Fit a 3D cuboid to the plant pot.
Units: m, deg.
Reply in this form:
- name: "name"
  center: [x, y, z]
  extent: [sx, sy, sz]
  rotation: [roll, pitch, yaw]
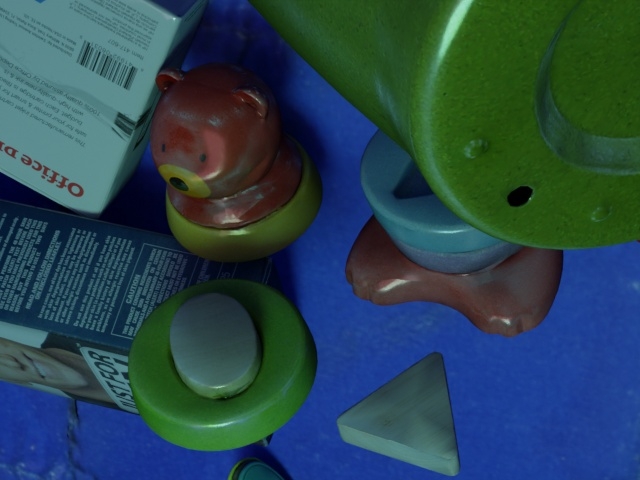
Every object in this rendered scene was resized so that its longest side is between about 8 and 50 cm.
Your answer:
- name: "plant pot"
  center: [0.097, -0.193, 0.746]
  extent: [0.366, 0.353, 0.366]
  rotation: [-14, 138, -12]

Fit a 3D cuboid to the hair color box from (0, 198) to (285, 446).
- name: "hair color box"
  center: [-0.202, 0.057, 1.218]
  extent: [0.347, 0.105, 0.174]
  rotation: [12, 156, 14]

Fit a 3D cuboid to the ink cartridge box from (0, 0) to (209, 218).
- name: "ink cartridge box"
  center: [-0.187, -0.139, 1.143]
  extent: [0.148, 0.086, 0.203]
  rotation: [30, 127, 0]

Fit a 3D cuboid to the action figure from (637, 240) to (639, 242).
- name: "action figure"
  center: [0.210, -0.029, 1.099]
  extent: [0.115, 0.030, 0.038]
  rotation: [28, 131, 10]

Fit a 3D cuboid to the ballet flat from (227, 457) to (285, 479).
- name: "ballet flat"
  center: [-0.033, 0.294, 1.372]
  extent: [0.077, 0.077, 0.231]
  rotation: [-15, 118, 46]

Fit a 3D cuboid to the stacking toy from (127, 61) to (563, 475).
- name: "stacking toy"
  center: [0.000, 0.000, 1.024]
  extent: [0.309, 0.279, 0.130]
  rotation: [6, 142, 18]
